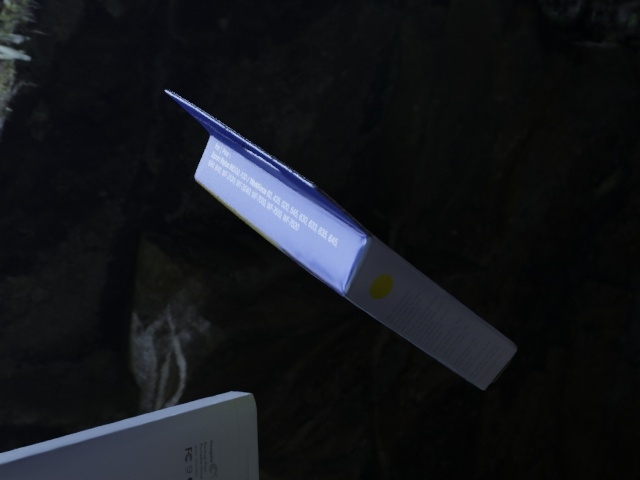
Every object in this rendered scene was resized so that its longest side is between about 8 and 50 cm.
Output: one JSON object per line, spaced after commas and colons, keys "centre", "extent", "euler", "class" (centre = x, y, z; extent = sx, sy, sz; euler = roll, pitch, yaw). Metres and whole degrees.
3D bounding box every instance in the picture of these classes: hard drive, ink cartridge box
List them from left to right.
{"centre": [-0.182, 0.287, 0.755], "extent": [0.353, 0.047, 0.233], "euler": [-2, -89, -56], "class": "hard drive"}
{"centre": [0.000, 0.000, 0.785], "extent": [0.307, 0.303, 0.072], "euler": [34, -89, -39], "class": "ink cartridge box"}
